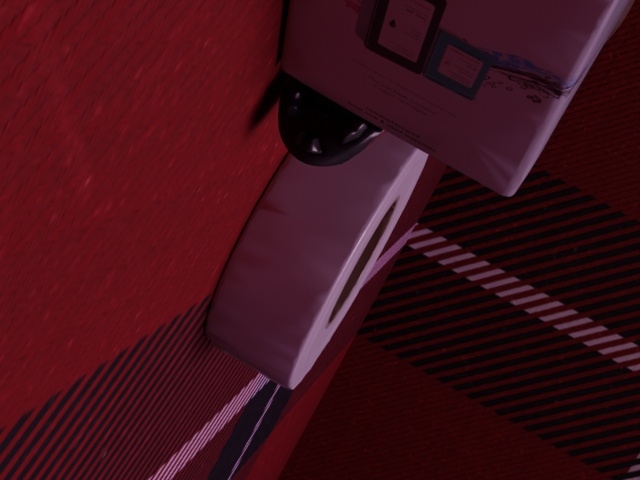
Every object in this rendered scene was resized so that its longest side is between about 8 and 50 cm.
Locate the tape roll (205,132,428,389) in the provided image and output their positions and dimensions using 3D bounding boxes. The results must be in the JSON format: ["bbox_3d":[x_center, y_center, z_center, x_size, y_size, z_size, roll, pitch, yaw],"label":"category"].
[{"bbox_3d":[0.000,0.000,1.293,0.286,0.100,0.286,-60,174,-10],"label":"tape roll"}]

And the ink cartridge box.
[{"bbox_3d":[0.112,-0.202,0.853,0.198,0.197,0.270,-57,173,-22],"label":"ink cartridge box"}]

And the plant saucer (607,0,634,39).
[{"bbox_3d":[0.268,-0.306,1.502,0.278,0.041,0.278,-24,-122,46],"label":"plant saucer"}]

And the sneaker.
[{"bbox_3d":[0.052,-0.149,1.051,0.276,0.097,0.135,-59,171,-28],"label":"sneaker"}]
